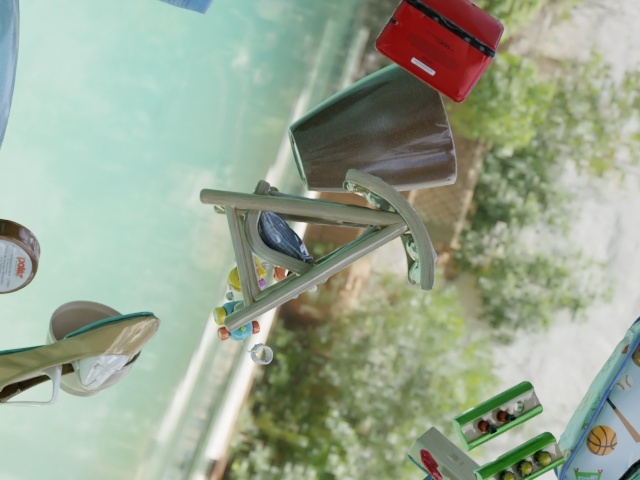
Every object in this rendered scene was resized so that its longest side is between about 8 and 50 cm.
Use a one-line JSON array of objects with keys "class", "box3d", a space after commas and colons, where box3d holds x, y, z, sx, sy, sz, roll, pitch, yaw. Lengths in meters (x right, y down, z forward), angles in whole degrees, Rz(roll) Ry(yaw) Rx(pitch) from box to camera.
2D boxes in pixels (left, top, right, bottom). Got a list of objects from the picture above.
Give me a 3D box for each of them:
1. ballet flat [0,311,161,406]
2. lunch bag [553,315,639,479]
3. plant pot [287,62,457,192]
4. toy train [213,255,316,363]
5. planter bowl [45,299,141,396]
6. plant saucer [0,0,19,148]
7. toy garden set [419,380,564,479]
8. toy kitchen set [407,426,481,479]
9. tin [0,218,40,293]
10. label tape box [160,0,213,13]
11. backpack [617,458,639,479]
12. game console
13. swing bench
[{"class": "ballet flat", "box3d": [-0.282, 0.142, 1.500, 0.080, 0.232, 0.073, 58, 18, -71]}, {"class": "lunch bag", "box3d": [0.453, 0.255, 1.731, 0.303, 0.243, 0.115, -61, 177, 7]}, {"class": "plant pot", "box3d": [0.073, -0.160, 2.147, 0.215, 0.230, 0.215, 163, -90, -86]}, {"class": "toy train", "box3d": [-0.073, 0.079, 1.847, 0.166, 0.125, 0.046, -66, -167, -25]}, {"class": "planter bowl", "box3d": [-0.396, 0.196, 2.296, 0.109, 0.162, 0.162, -62, -175, 32]}, {"class": "plant saucer", "box3d": [-0.313, -0.133, 1.121, 0.317, 0.044, 0.317, -18, -112, 56]}, {"class": "toy garden set", "box3d": [0.215, 0.319, 1.590, 0.244, 0.204, 0.049, 67, -19, -3]}, {"class": "toy kitchen set", "box3d": [0.131, 0.417, 2.069, 0.207, 0.122, 0.166, -28, 151, -46]}, {"class": "tin", "box3d": [-0.449, 0.017, 1.703, 0.040, 0.190, 0.106, -97, -161, -45]}, {"class": "label tape box", "box3d": [-0.169, -0.573, 2.152, 0.249, 0.115, 0.347, 140, -38, -66]}, {"class": "backpack", "box3d": [0.350, 0.222, 1.159, 0.144, 0.166, 0.188, 57, -48, 34]}, {"class": "game console", "box3d": [0.160, -0.273, 1.813, 0.124, 0.144, 0.085, -57, -175, 10]}, {"class": "swing bench", "box3d": [0.000, 0.000, 1.643, 0.253, 0.255, 0.165, 138, -59, -89]}]
